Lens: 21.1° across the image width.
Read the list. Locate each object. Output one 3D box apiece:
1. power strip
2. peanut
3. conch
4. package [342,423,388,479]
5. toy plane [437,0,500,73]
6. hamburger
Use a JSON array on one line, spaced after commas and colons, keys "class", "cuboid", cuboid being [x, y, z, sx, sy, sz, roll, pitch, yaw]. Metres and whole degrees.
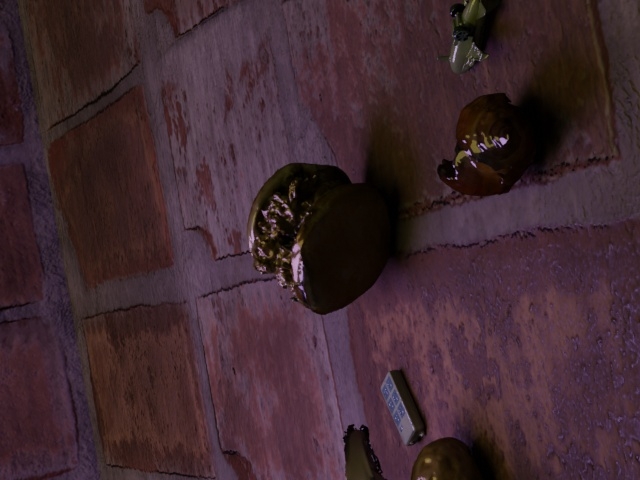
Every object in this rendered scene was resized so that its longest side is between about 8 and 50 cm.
[{"class": "power strip", "cuboid": [0.093, 0.191, 1.960, 0.040, 0.016, 0.090, 110, 144, -50]}, {"class": "peanut", "cuboid": [0.147, 0.313, 1.798, 0.099, 0.100, 0.214, 160, 105, -68]}, {"class": "conch", "cuboid": [0.158, -0.082, 1.620, 0.080, 0.086, 0.232, 34, 161, 6]}, {"class": "package", "cuboid": [0.074, 0.332, 1.845, 0.194, 0.071, 0.269, -84, -19, -52]}, {"class": "toy plane", "cuboid": [0.142, -0.200, 1.653, 0.111, 0.040, 0.102, 112, 161, -49]}, {"class": "hamburger", "cuboid": [0.000, 0.000, 1.933, 0.131, 0.159, 0.184, 26, 134, 47]}]
